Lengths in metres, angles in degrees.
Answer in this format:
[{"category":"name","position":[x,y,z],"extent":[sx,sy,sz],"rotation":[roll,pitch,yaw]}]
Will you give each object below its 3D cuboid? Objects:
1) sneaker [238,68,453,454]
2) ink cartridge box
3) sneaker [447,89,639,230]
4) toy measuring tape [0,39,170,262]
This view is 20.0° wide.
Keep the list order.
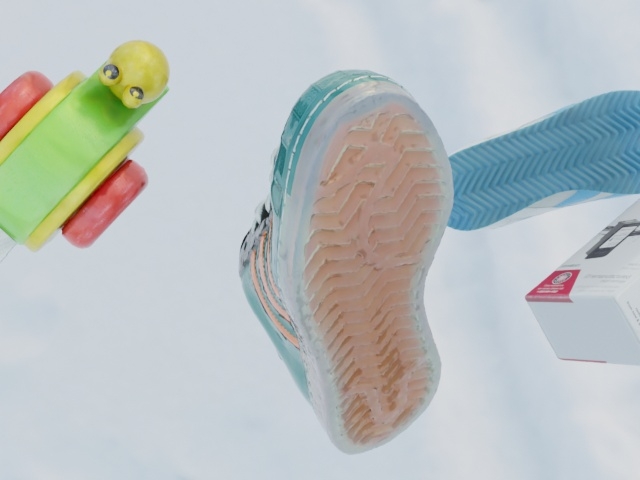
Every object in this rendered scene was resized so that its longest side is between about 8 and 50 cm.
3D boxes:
[{"category":"sneaker","position":[0.000,0.000,1.035],"extent":[0.108,0.302,0.121],"rotation":[-28,56,-19]},{"category":"ink cartridge box","position":[0.241,0.022,1.316],"extent":[0.150,0.063,0.109],"rotation":[-39,17,-25]},{"category":"sneaker","position":[0.194,-0.067,1.457],"extent":[0.229,0.087,0.092],"rotation":[-13,3,0]},{"category":"toy measuring tape","position":[-0.212,-0.013,1.204],"extent":[0.330,0.121,0.121],"rotation":[-44,30,28]}]
